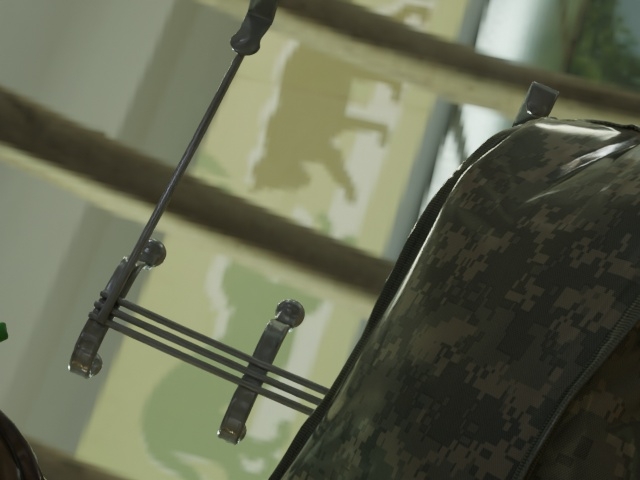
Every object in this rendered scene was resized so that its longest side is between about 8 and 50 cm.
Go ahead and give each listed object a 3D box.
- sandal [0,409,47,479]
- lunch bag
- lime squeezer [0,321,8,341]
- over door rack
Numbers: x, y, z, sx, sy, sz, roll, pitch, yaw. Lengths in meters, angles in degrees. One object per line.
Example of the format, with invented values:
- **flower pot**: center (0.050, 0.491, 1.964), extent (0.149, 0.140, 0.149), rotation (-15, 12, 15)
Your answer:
- **sandal**: center (-0.110, 0.061, 0.316), extent (0.120, 0.303, 0.086), rotation (-48, 17, -29)
- **lunch bag**: center (0.130, 0.071, 0.824), extent (0.287, 0.169, 0.235), rotation (-61, 23, -4)
- **lime squeezer**: center (-0.354, 0.120, 1.189), extent (0.110, 0.059, 0.310), rotation (-15, -16, -46)
- **over door rack**: center (0.000, 0.000, 1.132), extent (0.108, 0.239, 0.324), rotation (108, -175, -69)
